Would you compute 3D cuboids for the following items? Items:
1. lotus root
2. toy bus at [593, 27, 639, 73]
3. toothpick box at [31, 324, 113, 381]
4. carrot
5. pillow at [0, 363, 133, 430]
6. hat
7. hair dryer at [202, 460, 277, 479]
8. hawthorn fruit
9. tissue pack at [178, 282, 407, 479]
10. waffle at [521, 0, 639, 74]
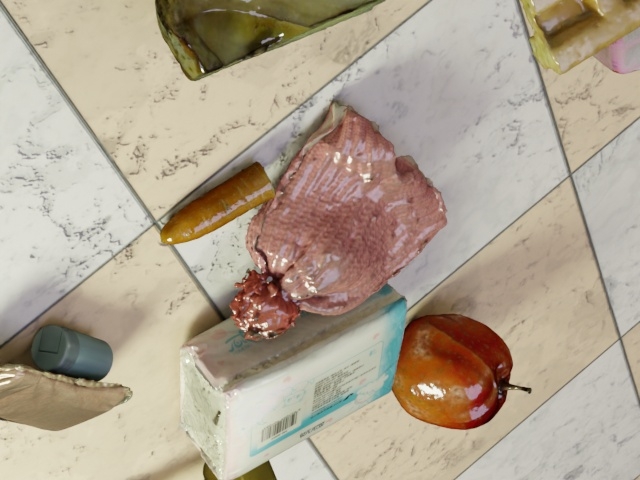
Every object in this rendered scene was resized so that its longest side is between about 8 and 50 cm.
[{"bbox_3d":[-0.040,-0.272,1.695,0.314,0.142,0.210,-12,98,-32],"label":"lotus root"},{"bbox_3d":[0.357,-0.331,2.038,0.147,0.127,0.302,-34,145,-9],"label":"toy bus"},{"bbox_3d":[-0.273,0.125,1.941,0.052,0.052,0.083,-50,148,9],"label":"toothpick box"},{"bbox_3d":[-0.115,-0.034,1.939,0.139,0.048,0.048,-32,145,-16],"label":"carrot"},{"bbox_3d":[-0.312,0.173,1.928,0.135,0.034,0.211,-21,156,27],"label":"pillow"},{"bbox_3d":[0.000,0.000,2.041,0.286,0.107,0.237,-48,123,-3],"label":"hat"},{"bbox_3d":[-0.183,0.337,2.229,0.279,0.135,0.090,-7,134,-19],"label":"hair dryer"},{"bbox_3d":[0.193,0.182,2.368,0.157,0.194,0.157,-47,145,-49],"label":"hawthorn fruit"},{"bbox_3d":[-0.035,0.155,2.159,0.271,0.124,0.201,-27,144,-26],"label":"tissue pack"},{"bbox_3d":[0.304,-0.387,1.837,0.304,0.077,0.348,-32,117,-8],"label":"waffle"}]
